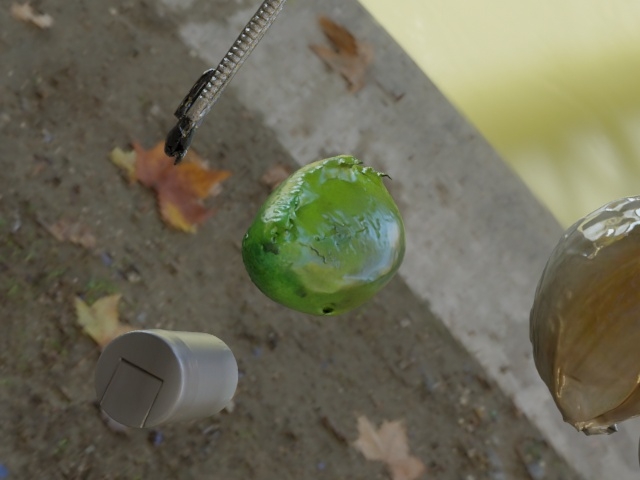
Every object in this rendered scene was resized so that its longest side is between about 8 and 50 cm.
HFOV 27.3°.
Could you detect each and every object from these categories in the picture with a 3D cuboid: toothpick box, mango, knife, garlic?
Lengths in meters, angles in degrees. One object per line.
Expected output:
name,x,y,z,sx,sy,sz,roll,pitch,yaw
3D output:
toothpick box,-0.177,0.159,1.536,0.111,0.111,0.180,61,13,12
mango,-0.001,0.001,1.034,0.178,0.100,0.119,-20,82,-56
knife,-0.105,-0.260,1.739,0.043,0.365,0.089,35,0,-12
garlic,0.121,0.022,0.434,0.113,0.094,0.074,26,44,-26

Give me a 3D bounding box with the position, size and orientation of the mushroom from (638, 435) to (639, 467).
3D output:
mushroom,0.415,0.197,1.170,0.243,0.243,0.243,22,49,-28
